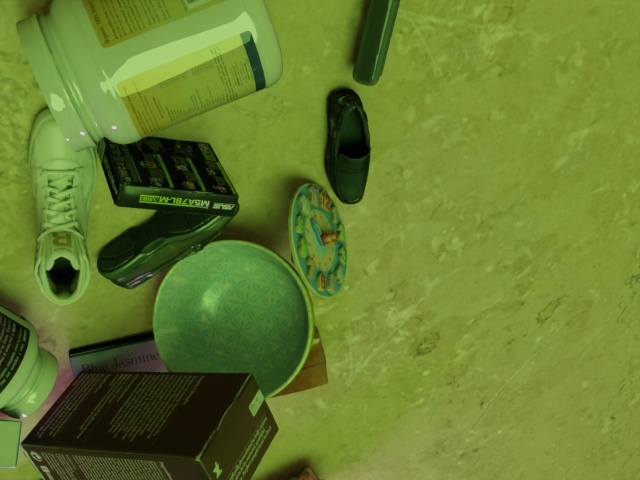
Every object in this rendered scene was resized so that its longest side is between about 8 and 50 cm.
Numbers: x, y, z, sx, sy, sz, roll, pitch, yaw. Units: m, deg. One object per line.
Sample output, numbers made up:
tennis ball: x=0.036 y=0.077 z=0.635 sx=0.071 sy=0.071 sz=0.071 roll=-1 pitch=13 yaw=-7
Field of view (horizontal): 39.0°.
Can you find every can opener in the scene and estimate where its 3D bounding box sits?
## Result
can opener: x=0.088 y=-0.387 z=1.433 sx=0.093 sy=0.074 sz=0.280 roll=13 pitch=121 yaw=9

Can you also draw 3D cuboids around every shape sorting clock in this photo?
shape sorting clock: x=0.000 y=0.000 z=1.580 sx=0.040 sy=0.206 sz=0.206 roll=-15 pitch=134 yaw=25

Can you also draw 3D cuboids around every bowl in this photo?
bowl: x=-0.136 y=0.139 z=1.613 sx=0.289 sy=0.289 sz=0.156 roll=-45 pitch=171 yaw=10

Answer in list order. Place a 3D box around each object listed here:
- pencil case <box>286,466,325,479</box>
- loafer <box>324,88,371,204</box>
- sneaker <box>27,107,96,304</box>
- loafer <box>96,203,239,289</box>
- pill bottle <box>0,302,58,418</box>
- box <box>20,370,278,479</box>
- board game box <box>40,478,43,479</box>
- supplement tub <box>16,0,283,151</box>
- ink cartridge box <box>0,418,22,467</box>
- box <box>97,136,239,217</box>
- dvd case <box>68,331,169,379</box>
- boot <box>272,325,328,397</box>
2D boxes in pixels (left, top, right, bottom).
pencil case: x=-0.148 y=0.636 z=1.973 sx=0.386 sy=0.167 sz=0.160 roll=-23 pitch=93 yaw=-7
loafer: x=0.049 y=-0.151 z=1.560 sx=0.076 sy=0.078 sz=0.223 roll=-14 pitch=127 yaw=-13
sneaker: x=-0.392 y=-0.043 z=1.392 sx=0.108 sy=0.169 sz=0.292 roll=-4 pitch=123 yaw=-18
loafer: x=-0.249 y=-0.003 z=1.537 sx=0.267 sy=0.096 sz=0.084 roll=-28 pitch=139 yaw=8
pill bottle: x=-0.585 y=0.164 z=1.443 sx=0.181 sy=0.181 sz=0.323 roll=-41 pitch=128 yaw=8
box: x=-0.285 y=0.327 z=1.508 sx=0.381 sy=0.191 sz=0.143 roll=-5 pitch=123 yaw=31
board game box: x=-0.399 y=0.494 z=1.838 sx=0.347 sy=0.056 sz=0.208 roll=-28 pitch=125 yaw=-2
supplement tub: x=-0.235 y=-0.271 z=1.262 sx=0.316 sy=0.228 sz=0.228 roll=-23 pitch=128 yaw=-7
ink cartridge box: x=-0.585 y=0.342 z=1.536 sx=0.134 sy=0.231 sz=0.078 roll=7 pitch=77 yaw=-19
box: x=-0.239 y=-0.105 z=1.400 sx=0.184 sy=0.191 sz=0.045 roll=6 pitch=118 yaw=-27
dvd case: x=-0.358 y=0.296 z=1.701 sx=0.180 sy=0.022 sz=0.253 roll=-11 pitch=116 yaw=-11
boot: x=-0.120 y=0.314 z=1.827 sx=0.280 sy=0.096 sz=0.264 roll=-17 pitch=120 yaw=-21
